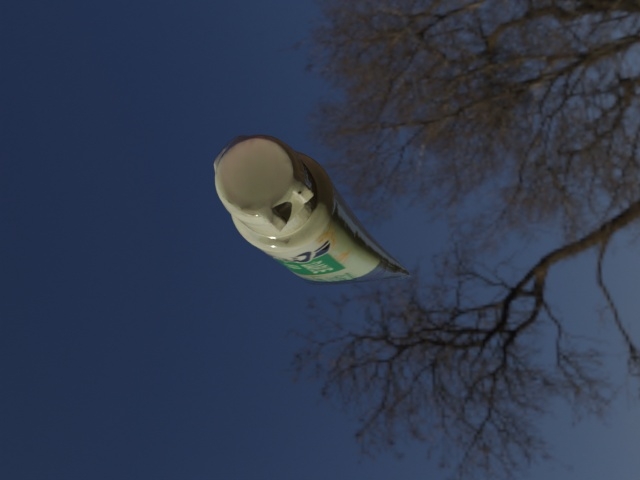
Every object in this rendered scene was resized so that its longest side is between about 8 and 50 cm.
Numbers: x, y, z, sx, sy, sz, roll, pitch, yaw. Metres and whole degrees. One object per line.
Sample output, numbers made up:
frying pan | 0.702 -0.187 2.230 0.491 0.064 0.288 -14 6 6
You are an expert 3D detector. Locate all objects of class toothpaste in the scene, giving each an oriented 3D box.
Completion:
toothpaste | 0.000 0.000 0.543 0.056 0.058 0.314 -50 -16 -2
